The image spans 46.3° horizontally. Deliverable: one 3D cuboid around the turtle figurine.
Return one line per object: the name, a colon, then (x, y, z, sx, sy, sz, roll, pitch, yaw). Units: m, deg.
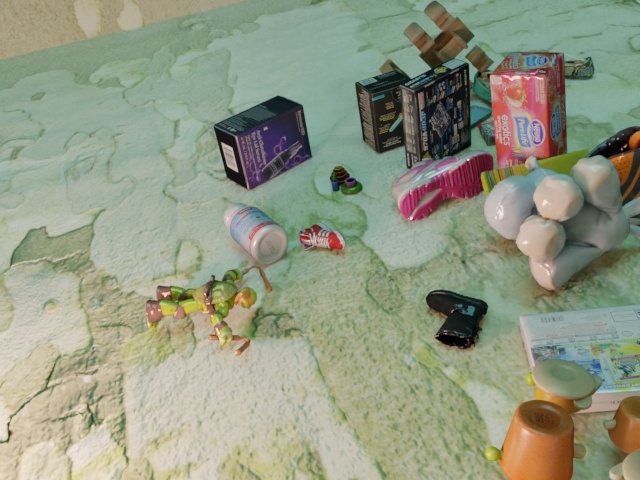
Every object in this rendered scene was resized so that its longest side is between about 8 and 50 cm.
turtle figurine: (-0.211, 0.119, 1.400, 0.217, 0.087, 0.269, -6, 34, 7)

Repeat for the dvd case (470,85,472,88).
dvd case: (0.358, -0.406, 2.065, 0.087, 0.013, 0.119, 12, 42, 30)

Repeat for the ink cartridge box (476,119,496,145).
ink cartridge box: (0.427, -0.276, 1.841, 0.063, 0.029, 0.115, -10, 34, 2)

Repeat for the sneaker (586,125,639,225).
sneaker: (0.655, -0.120, 1.413, 0.321, 0.180, 0.124, -2, 35, 14)

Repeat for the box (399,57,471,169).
box: (0.271, -0.286, 1.732, 0.175, 0.220, 0.051, -31, 41, -25)

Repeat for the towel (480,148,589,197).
towel: (0.458, -0.119, 1.555, 0.237, 0.102, 0.021, -13, -10, -4)

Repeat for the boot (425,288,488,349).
boot: (0.224, 0.137, 1.290, 0.121, 0.045, 0.099, 10, 43, 28)

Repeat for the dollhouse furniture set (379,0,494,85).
dollhouse furniture set: (0.294, -0.491, 2.008, 0.242, 0.212, 0.161, -44, 28, 15)

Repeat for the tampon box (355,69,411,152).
tampon box: (0.168, -0.322, 1.865, 0.120, 0.161, 0.101, -19, 34, -14)

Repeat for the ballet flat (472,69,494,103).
ballet flat: (0.473, -0.389, 1.940, 0.083, 0.087, 0.247, -23, 36, -14)

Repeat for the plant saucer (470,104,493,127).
plant saucer: (0.356, -0.295, 1.901, 0.192, 0.018, 0.067, -34, 40, -29)

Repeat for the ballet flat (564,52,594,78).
ballet flat: (0.652, -0.483, 2.046, 0.188, 0.070, 0.070, 7, 38, 26)

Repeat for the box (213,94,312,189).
box: (-0.140, -0.246, 1.851, 0.207, 0.153, 0.108, -31, 39, -26)

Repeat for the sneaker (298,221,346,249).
sneaker: (0.000, 0.000, 1.552, 0.067, 0.042, 0.118, -23, 28, -24)

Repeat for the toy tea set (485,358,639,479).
toy tea set: (0.392, 0.292, 0.971, 0.336, 0.124, 0.200, 22, 34, 35)

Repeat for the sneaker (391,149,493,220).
sneaker: (0.259, -0.140, 1.628, 0.252, 0.103, 0.111, -22, 37, -16)

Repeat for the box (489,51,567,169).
box: (0.453, -0.264, 1.613, 0.123, 0.256, 0.128, 10, 39, 32)

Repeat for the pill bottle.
pill bottle: (-0.141, -0.021, 1.583, 0.087, 0.087, 0.160, -27, 37, -22)

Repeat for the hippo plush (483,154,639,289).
hippo plush: (0.434, -0.080, 1.373, 0.294, 0.234, 0.236, -22, 36, -15)

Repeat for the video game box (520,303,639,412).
video game box: (0.430, 0.182, 1.160, 0.205, 0.048, 0.187, -6, 32, 8)

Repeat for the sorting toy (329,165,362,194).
sorting toy: (0.053, -0.145, 1.748, 0.061, 0.042, 0.102, -26, 37, -20)
